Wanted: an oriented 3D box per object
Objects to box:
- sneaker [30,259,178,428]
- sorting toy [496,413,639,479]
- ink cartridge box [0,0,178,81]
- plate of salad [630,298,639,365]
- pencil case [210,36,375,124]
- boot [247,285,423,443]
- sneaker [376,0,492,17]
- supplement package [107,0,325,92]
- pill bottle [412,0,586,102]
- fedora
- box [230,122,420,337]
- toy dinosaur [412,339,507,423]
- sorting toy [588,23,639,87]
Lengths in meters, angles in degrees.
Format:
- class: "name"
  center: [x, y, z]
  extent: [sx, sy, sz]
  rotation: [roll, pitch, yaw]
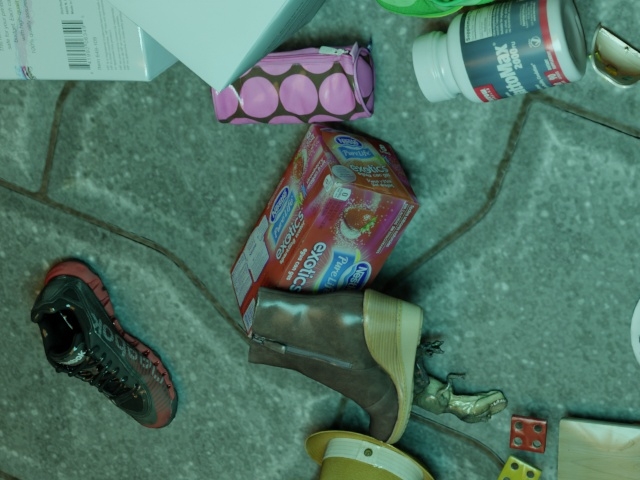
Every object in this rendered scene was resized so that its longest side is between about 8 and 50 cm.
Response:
- class: "sneaker"
  center: [-0.305, 0.164, 1.978]
  extent: [0.098, 0.135, 0.276]
  rotation: [-29, 102, 27]
- class: "sorting toy"
  center: [0.365, 0.288, 1.834]
  extent: [0.275, 0.046, 0.132]
  rotation: [4, 108, 18]
- class: "ink cartridge box"
  center: [-0.302, -0.313, 1.720]
  extent: [0.270, 0.197, 0.198]
  rotation: [3, 115, 19]
- class: "plate of salad"
  center: [0.474, 0.121, 1.724]
  extent: [0.200, 0.048, 0.199]
  rotation: [8, 117, 16]
- class: "pencil case"
  center: [-0.037, -0.193, 1.742]
  extent: [0.209, 0.095, 0.098]
  rotation: [-4, 147, 19]
- class: "boot"
  center: [0.015, 0.152, 1.774]
  extent: [0.207, 0.090, 0.248]
  rotation: [5, 131, 1]
- class: "sneaker"
  center: [0.146, -0.306, 1.560]
  extent: [0.296, 0.124, 0.109]
  rotation: [1, 95, 54]
- class: "supplement package"
  center: [-0.081, -0.319, 1.582]
  extent: [0.177, 0.293, 0.175]
  rotation: [40, 120, 0]
- class: "pill bottle"
  center: [0.203, -0.215, 1.633]
  extent: [0.180, 0.108, 0.108]
  rotation: [-12, 109, 25]
- class: "fedora"
  center: [0.060, 0.326, 1.911]
  extent: [0.194, 0.079, 0.194]
  rotation: [18, 152, 10]
- class: "box"
  center: [0.000, 0.000, 1.772]
  extent: [0.123, 0.128, 0.257]
  rotation: [13, 124, -27]
- class: "toy dinosaur"
  center: [0.111, 0.169, 1.873]
  extent: [0.268, 0.064, 0.118]
  rotation: [13, 124, 18]
- class: "sorting toy"
  center: [0.332, -0.196, 1.614]
  extent: [0.083, 0.075, 0.045]
  rotation: [35, 120, 2]
